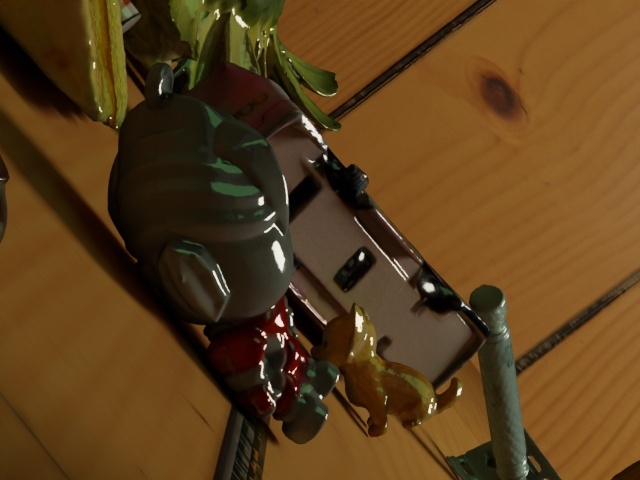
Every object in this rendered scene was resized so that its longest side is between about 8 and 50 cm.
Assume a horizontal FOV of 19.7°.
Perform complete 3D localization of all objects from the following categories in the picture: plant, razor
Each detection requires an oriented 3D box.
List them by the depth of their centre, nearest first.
[{"bbox_3d":[0.128,0.117,1.324,0.106,0.068,0.232,55,-15,44],"label":"razor"},{"bbox_3d":[-0.098,-0.226,1.351,0.261,0.297,0.306,19,1,33],"label":"plant"}]

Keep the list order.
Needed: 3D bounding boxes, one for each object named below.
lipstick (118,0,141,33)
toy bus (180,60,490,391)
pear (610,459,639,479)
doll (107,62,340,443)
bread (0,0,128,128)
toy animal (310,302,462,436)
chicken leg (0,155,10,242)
[{"bbox_3d":[-0.168,-0.182,1.162,0.130,0.038,0.038,53,4,-2],"label":"lipstick"},{"bbox_3d":[0.000,-0.001,1.155,0.112,0.090,0.274,47,-1,45],"label":"toy bus"},{"bbox_3d":[0.218,0.182,0.569,0.314,0.314,0.314,52,4,-5],"label":"pear"},{"bbox_3d":[-0.039,0.008,0.770,0.094,0.079,0.180,-70,140,-57],"label":"doll"},{"bbox_3d":[-0.188,-0.177,0.879,0.167,0.163,0.264,-97,-179,-88],"label":"bread"},{"bbox_3d":[0.038,0.072,1.100,0.060,0.081,0.083,-71,144,-83],"label":"toy animal"},{"bbox_3d":[-0.131,-0.066,0.330,0.251,0.087,0.107,59,19,-53],"label":"chicken leg"}]
